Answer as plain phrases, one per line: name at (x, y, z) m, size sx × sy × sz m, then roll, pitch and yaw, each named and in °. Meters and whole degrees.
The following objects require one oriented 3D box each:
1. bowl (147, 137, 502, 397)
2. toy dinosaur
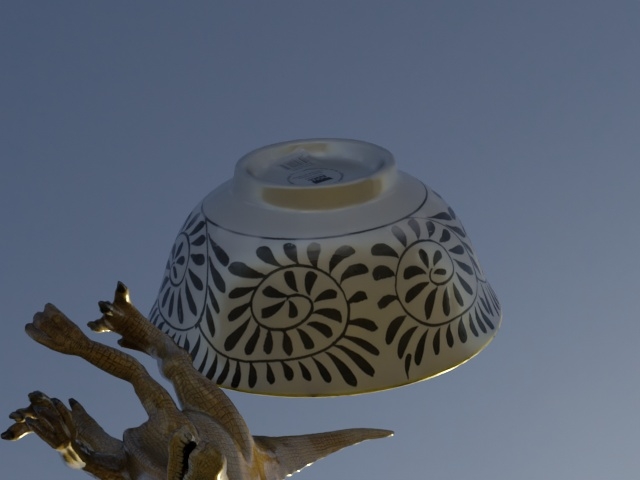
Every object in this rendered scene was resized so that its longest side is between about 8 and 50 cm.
bowl at (0.000, 0.000, 0.657) m, size 0.170 × 0.170 × 0.080 m, roll -6°, pitch -68°, yaw -11°
toy dinosaur at (-0.036, 0.059, 0.396) m, size 0.053 × 0.092 × 0.183 m, roll -56°, pitch -12°, yaw 3°
